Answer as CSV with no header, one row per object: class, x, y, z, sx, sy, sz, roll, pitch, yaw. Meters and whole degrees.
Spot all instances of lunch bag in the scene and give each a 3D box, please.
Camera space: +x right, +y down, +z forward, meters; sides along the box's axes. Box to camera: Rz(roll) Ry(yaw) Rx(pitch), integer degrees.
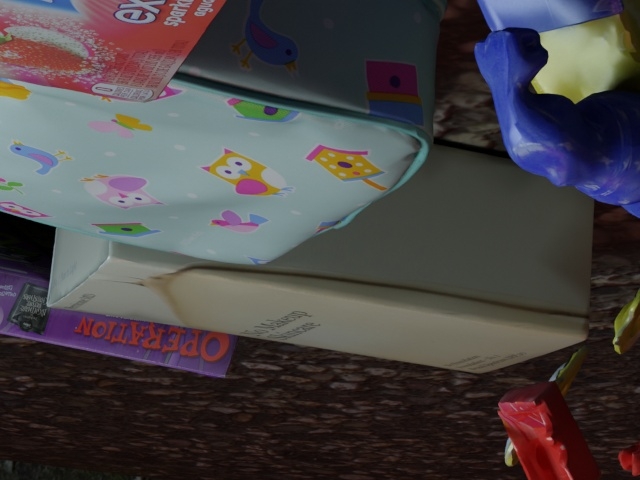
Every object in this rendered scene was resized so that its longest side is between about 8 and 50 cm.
lunch bag,-0.080,-0.079,0.915,0.224,0.108,0.279,16,161,-20

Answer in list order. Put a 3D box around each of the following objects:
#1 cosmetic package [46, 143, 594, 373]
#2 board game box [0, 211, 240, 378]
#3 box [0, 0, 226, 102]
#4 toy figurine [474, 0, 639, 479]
cosmetic package,0.000,0.000,1.181,0.309,0.113,0.160,9,165,-18
board game box,-0.246,0.012,1.266,0.347,0.056,0.208,15,-176,-33
box,-0.079,-0.148,0.616,0.122,0.128,0.257,9,165,-15
toy figurine,0.173,-0.085,0.756,0.191,0.217,0.362,-16,-165,47
